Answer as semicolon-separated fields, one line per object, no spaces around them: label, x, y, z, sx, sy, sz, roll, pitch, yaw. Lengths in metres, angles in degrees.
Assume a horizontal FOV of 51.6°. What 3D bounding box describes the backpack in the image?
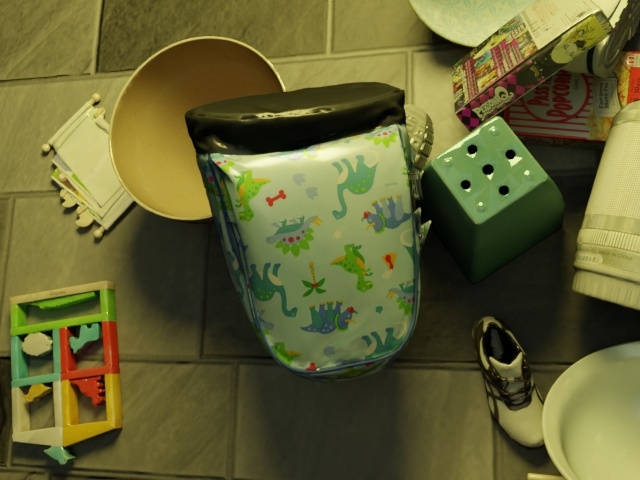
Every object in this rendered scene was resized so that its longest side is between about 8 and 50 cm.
backpack;0.000;0.000;0.842;0.290;0.273;0.355;-8;113;-12

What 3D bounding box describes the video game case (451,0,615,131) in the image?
video game case;0.279;-0.263;0.921;0.210;0.232;0.042;-35;109;25

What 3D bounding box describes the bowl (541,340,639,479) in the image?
bowl;0.437;0.271;0.824;0.298;0.298;0.134;-12;120;11

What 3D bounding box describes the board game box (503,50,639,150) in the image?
board game box;0.384;-0.217;1.015;0.194;0.045;0.146;7;80;15

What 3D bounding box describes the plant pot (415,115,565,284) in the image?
plant pot;0.233;-0.065;0.921;0.166;0.234;0.165;-34;73;4

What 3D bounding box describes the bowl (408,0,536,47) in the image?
bowl;0.263;-0.460;1.020;0.290;0.289;0.156;-10;33;11

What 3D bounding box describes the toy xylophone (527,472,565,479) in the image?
toy xylophone;0.363;0.434;0.867;0.323;0.081;0.236;-4;77;12

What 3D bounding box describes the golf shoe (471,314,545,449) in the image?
golf shoe;0.265;0.201;0.933;0.077;0.094;0.198;-24;76;6

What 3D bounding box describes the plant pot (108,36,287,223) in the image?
plant pot;-0.161;-0.150;1.054;0.284;0.191;0.284;-2;78;12

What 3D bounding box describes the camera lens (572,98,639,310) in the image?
camera lens;0.464;-0.037;0.856;0.220;0.219;0.274;17;92;16

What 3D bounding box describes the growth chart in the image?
growth chart;-0.412;-0.134;1.199;0.172;0.021;0.237;-39;73;4

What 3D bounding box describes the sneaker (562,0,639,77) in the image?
sneaker;0.414;-0.331;0.984;0.095;0.090;0.235;15;50;38

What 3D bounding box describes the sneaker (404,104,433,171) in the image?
sneaker;0.064;-0.078;1.013;0.111;0.129;0.297;35;91;-1

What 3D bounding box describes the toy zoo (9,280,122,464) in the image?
toy zoo;-0.434;0.227;1.125;0.192;0.030;0.293;-11;77;11
